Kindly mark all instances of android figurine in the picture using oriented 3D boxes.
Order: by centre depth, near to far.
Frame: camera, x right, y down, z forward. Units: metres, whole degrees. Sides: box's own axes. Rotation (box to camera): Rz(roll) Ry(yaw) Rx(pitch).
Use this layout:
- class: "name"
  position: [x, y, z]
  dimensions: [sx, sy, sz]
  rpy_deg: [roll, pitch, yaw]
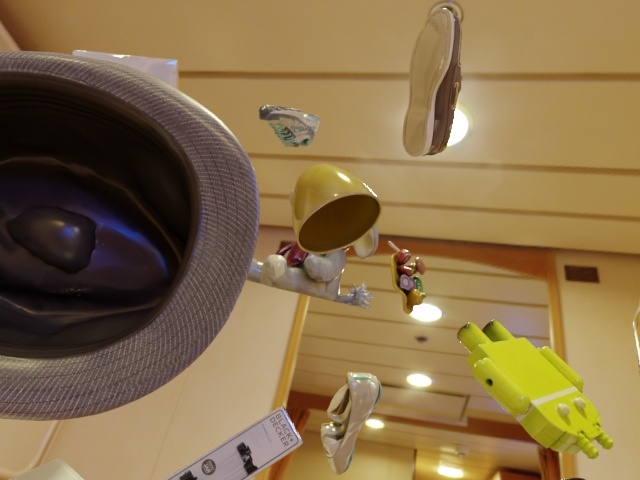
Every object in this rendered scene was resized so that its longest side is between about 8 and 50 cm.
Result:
- class: "android figurine"
  position: [0.360, 0.243, 0.813]
  dimensions: [0.248, 0.273, 0.056]
  rpy_deg: [6, -58, -40]

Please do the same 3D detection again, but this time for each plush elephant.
- class: "plush elephant"
  position: [0.000, 0.000, 1.093]
  dimensions: [0.330, 0.255, 0.272]
  rpy_deg: [16, -7, -18]

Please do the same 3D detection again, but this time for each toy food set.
- class: "toy food set"
  position: [0.249, 0.093, 1.323]
  dimensions: [0.071, 0.218, 0.128]
  rpy_deg: [-21, -42, 25]

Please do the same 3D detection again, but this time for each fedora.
- class: "fedora"
  position: [-0.186, -0.004, 0.353]
  dimensions: [0.275, 0.243, 0.124]
  rpy_deg: [12, -16, -6]

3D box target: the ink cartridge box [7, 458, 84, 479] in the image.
- class: "ink cartridge box"
  position: [-0.427, 0.543, 0.619]
  dimensions: [0.160, 0.384, 0.279]
  rpy_deg: [6, 12, 41]

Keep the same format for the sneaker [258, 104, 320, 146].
- class: "sneaker"
  position: [-0.097, -0.365, 1.568]
  dimensions: [0.110, 0.122, 0.283]
  rpy_deg: [17, 12, 32]

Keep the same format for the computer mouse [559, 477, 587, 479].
- class: "computer mouse"
  position: [0.289, 0.402, 0.694]
  dimensions: [0.242, 0.041, 0.071]
  rpy_deg: [-20, -57, 3]

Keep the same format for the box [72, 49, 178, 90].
- class: "box"
  position: [-0.365, -0.194, 0.954]
  dimensions: [0.168, 0.215, 0.345]
  rpy_deg: [0, -3, -16]

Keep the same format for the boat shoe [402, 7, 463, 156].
- class: "boat shoe"
  position: [0.272, -0.356, 1.115]
  dimensions: [0.097, 0.116, 0.324]
  rpy_deg: [-8, -63, -30]

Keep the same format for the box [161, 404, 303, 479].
- class: "box"
  position: [-0.183, 0.470, 1.008]
  dimensions: [0.290, 0.087, 0.169]
  rpy_deg: [-28, -20, -18]

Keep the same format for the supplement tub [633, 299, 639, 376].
- class: "supplement tub"
  position: [0.514, 0.152, 0.653]
  dimensions: [0.144, 0.199, 0.144]
  rpy_deg: [14, -52, 19]

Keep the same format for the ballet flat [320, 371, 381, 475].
- class: "ballet flat"
  position: [0.043, 0.370, 0.974]
  dimensions: [0.086, 0.086, 0.248]
  rpy_deg: [17, -72, -6]

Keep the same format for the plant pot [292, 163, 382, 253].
- class: "plant pot"
  position: [0.011, -0.058, 0.718]
  dimensions: [0.134, 0.095, 0.134]
  rpy_deg: [-19, -31, -12]
